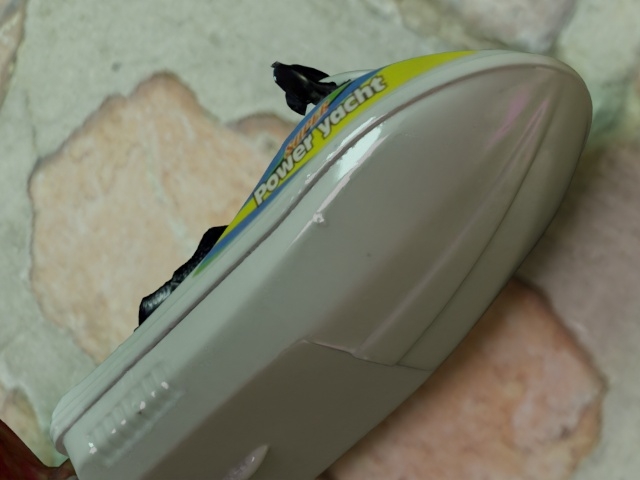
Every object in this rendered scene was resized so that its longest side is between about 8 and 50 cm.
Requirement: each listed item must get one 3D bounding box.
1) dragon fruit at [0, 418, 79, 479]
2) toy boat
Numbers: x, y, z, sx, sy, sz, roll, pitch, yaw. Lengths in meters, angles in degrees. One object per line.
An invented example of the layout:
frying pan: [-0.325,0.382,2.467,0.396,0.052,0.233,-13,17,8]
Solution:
dragon fruit: [-0.172,0.240,0.816,0.263,0.314,0.296,38,86,15]
toy boat: [-0.001,0.008,0.772,0.141,0.141,0.269,45,110,29]
